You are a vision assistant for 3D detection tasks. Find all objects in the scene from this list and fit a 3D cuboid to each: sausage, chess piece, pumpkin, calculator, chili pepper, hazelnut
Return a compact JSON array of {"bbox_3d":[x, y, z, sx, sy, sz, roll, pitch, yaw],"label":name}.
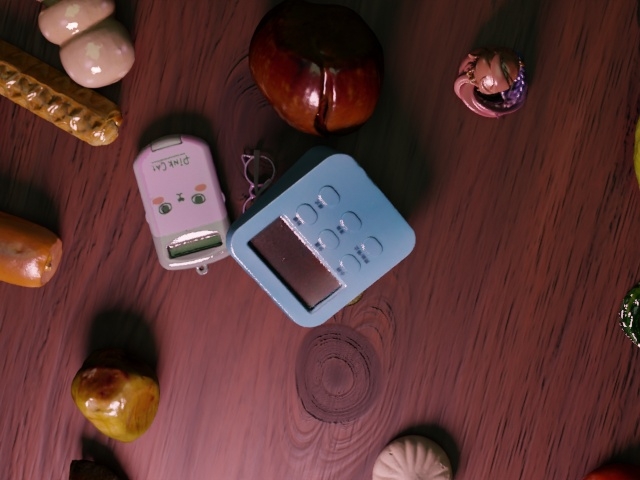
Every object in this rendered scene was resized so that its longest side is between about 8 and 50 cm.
[{"bbox_3d":[-0.603,-0.011,1.914,0.328,0.112,0.112,18,94,3],"label":"sausage"},{"bbox_3d":[-0.416,-0.395,1.864,0.167,0.167,0.299,-26,96,3],"label":"chess piece"},{"bbox_3d":[-0.372,0.464,1.921,0.108,0.119,0.183,-2,99,4],"label":"pumpkin"},{"bbox_3d":[-0.230,-0.060,1.924,0.141,0.045,0.246,-14,93,3],"label":"calculator"},{"bbox_3d":[0.534,0.128,1.910,0.055,0.035,0.118,0,89,19],"label":"chili pepper"},{"bbox_3d":[-0.002,-0.282,1.842,0.218,0.218,0.234,-46,72,4],"label":"hazelnut"}]

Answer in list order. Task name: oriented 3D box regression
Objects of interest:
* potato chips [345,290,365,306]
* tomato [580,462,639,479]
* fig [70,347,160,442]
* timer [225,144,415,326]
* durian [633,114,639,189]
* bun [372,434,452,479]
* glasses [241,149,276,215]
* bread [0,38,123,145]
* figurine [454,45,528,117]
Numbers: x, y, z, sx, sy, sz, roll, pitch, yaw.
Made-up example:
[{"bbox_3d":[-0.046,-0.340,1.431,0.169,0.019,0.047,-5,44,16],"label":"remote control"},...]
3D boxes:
[{"bbox_3d":[0.008,0.014,1.930,0.209,0.026,0.142,41,97,2],"label":"potato chips"},{"bbox_3d":[0.509,0.471,1.877,0.195,0.136,0.195,0,93,3],"label":"tomato"},{"bbox_3d":[-0.340,0.263,1.900,0.154,0.144,0.165,-11,117,35],"label":"fig"},{"bbox_3d":[0.000,0.000,1.845,0.250,0.091,0.232,-44,114,-4],"label":"timer"},{"bbox_3d":[0.629,-0.175,1.810,0.256,0.204,0.339,38,95,-12],"label":"durian"},{"bbox_3d":[0.156,0.404,1.910,0.138,0.094,0.138,0,95,5],"label":"bun"},{"bbox_3d":[-0.108,-0.080,1.888,0.062,0.104,0.140,3,97,0],"label":"glasses"},{"bbox_3d":[-0.501,-0.272,1.907,0.367,0.077,0.084,29,95,1],"label":"bread"},{"bbox_3d":[0.279,-0.274,1.850,0.126,0.157,0.114,-36,70,8],"label":"figurine"}]
